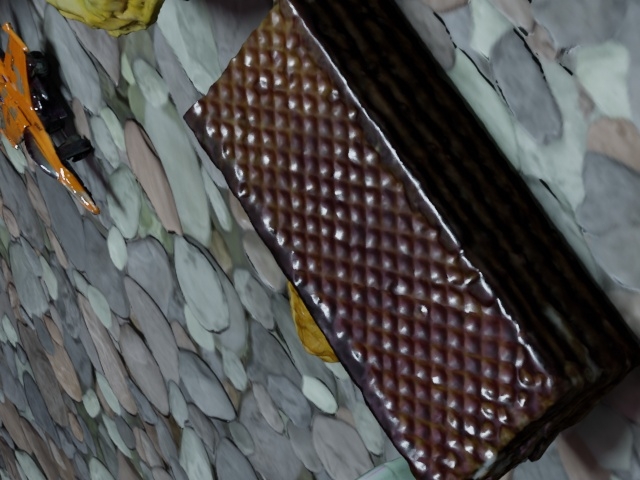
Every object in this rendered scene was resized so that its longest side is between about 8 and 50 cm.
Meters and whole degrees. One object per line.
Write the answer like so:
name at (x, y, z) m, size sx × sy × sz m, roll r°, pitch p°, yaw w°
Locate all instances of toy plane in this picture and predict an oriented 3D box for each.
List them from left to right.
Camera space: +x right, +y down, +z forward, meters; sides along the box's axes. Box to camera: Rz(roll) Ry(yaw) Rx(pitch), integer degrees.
toy plane at (-0.217, -0.094, 1.174) m, size 0.188 × 0.062 × 0.135 m, roll 42°, pitch 148°, yaw 14°

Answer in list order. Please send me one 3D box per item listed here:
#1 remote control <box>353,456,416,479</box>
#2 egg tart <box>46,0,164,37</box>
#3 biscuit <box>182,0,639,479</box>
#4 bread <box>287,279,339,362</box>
remote control at (0.108, 0.292, 0.894) m, size 0.344 × 0.050 × 0.145 m, roll 56°, pitch 153°, yaw 18°
egg tart at (-0.118, -0.251, 0.773) m, size 0.294 × 0.123 × 0.294 m, roll 41°, pitch 148°, yaw 34°
biscuit at (0.037, -0.009, 0.716) m, size 0.252 × 0.070 × 0.106 m, roll 57°, pitch 133°, yaw 17°
bread at (0.000, 0.000, 0.849) m, size 0.052 × 0.044 × 0.157 m, roll 39°, pitch 143°, yaw 55°
